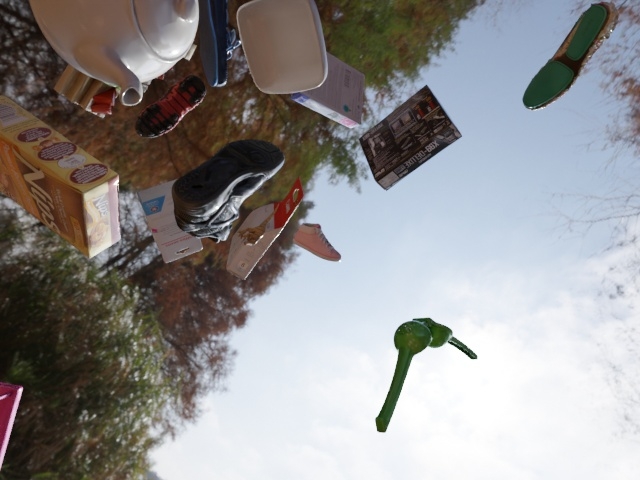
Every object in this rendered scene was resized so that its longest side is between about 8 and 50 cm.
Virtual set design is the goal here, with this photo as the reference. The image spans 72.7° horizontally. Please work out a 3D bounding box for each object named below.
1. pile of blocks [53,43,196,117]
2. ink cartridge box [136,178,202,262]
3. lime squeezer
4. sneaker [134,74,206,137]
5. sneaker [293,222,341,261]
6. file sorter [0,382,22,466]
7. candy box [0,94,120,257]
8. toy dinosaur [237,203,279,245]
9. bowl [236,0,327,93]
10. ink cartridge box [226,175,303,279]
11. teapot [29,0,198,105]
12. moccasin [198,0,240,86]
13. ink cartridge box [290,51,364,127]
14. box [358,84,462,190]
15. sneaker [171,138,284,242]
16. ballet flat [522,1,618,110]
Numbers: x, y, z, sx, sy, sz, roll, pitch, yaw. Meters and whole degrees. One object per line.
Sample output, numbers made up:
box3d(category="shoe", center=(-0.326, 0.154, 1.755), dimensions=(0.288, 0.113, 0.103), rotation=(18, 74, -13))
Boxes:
box3d(category="pile of blocks", center=(-0.428, -0.420, 1.015), dimensions=(0.112, 0.362, 0.149), rotation=(40, -15, 12))
box3d(category="ink cartridge box", center=(-0.361, -0.045, 1.054), dimensions=(0.061, 0.104, 0.181), rotation=(45, -31, 44))
box3d(category="lime squeezer", center=(0.166, 0.165, 0.646), dimensions=(0.058, 0.310, 0.110), rotation=(-35, -108, 36))
box3d(category="sneaker", center=(-0.504, -0.436, 1.449), dimensions=(0.098, 0.276, 0.135), rotation=(50, -18, -26))
box3d(category="sneaker", center=(0.000, 0.000, 1.098), dimensions=(0.134, 0.051, 0.070), rotation=(26, -71, 11))
box3d(category="file sorter", center=(-0.708, 0.332, 0.704), dimensions=(0.290, 0.202, 0.182), rotation=(12, -7, -5))
box3d(category="candy box", center=(-0.547, -0.127, 0.869), dimensions=(0.316, 0.087, 0.183), rotation=(34, -45, 11))
box3d(category="toy dinosaur", center=(-0.205, -0.031, 1.438), dimensions=(0.112, 0.212, 0.064), rotation=(-13, -59, 25))
box3d(category="bowl", center=(-0.053, -0.313, 0.693), dimensions=(0.142, 0.053, 0.142), rotation=(5, -55, 28))
box3d(category="ink cartridge box", center=(-0.213, -0.077, 1.659), dimensions=(0.091, 0.308, 0.385), rotation=(32, -75, -17))
box3d(category="teapot", center=(-0.263, -0.352, 0.636), dimensions=(0.187, 0.252, 0.256), rotation=(13, -62, 15))
box3d(category="moccasin", center=(-0.330, -0.692, 1.454), dimensions=(0.137, 0.116, 0.342), rotation=(13, -73, 49))
box3d(category="ink cartridge box", center=(0.011, -0.503, 1.389), dimensions=(0.065, 0.311, 0.186), rotation=(-8, -107, 48))
box3d(category="box", center=(0.293, -0.352, 1.491), dimensions=(0.307, 0.243, 0.076), rotation=(-36, -46, 23))
box3d(category="sneaker", center=(-0.153, -0.082, 0.727), dimensions=(0.087, 0.227, 0.130), rotation=(36, -40, 8))
box3d(category="ballet flat", center=(0.540, -0.381, 0.931), dimensions=(0.091, 0.077, 0.241), rotation=(60, -40, 28))
